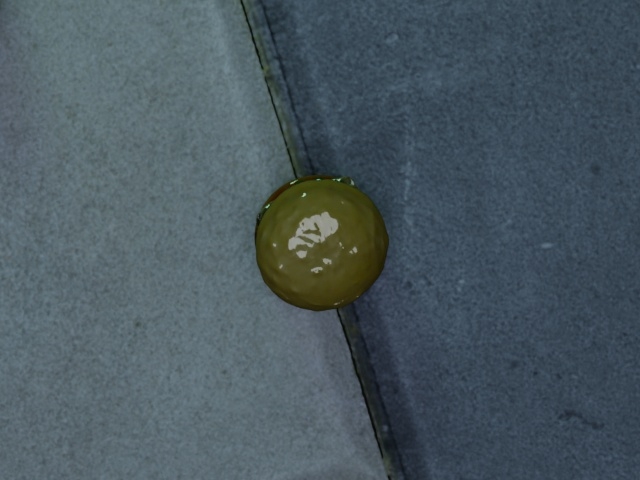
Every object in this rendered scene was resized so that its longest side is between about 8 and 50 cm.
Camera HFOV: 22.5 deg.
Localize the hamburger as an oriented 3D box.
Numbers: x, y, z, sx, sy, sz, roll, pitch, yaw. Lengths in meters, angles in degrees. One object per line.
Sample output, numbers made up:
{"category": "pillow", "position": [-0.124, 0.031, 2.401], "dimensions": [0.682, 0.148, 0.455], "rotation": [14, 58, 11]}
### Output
{"category": "hamburger", "position": [0.000, 0.000, 1.847], "dimensions": [0.162, 0.115, 0.162], "rotation": [-1, 104, -5]}
